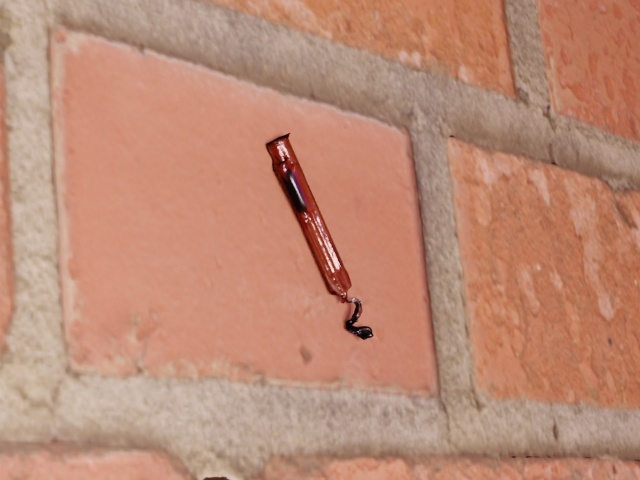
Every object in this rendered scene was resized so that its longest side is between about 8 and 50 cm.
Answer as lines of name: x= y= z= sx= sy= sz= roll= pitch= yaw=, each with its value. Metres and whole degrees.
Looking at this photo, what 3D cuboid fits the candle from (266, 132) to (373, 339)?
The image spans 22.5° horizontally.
candle: x=-0.001 y=0.000 z=1.214 sx=0.167 sy=0.021 sz=0.026 roll=67 pitch=18 yaw=-6
